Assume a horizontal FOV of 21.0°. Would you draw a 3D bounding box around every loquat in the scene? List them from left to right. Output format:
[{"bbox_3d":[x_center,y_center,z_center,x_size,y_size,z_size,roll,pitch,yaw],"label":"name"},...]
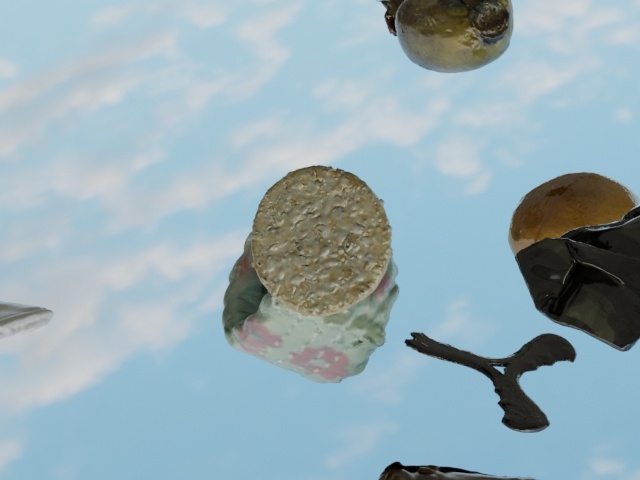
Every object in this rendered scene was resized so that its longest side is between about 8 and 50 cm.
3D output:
[{"bbox_3d":[0.377,-0.012,2.526,0.234,0.176,0.187,2,177,39],"label":"loquat"}]

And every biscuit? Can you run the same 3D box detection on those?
[{"bbox_3d":[0.000,0.000,1.687,0.152,0.152,0.020,-6,-179,21],"label":"biscuit"}]

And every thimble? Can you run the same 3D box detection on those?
[{"bbox_3d":[-0.009,0.060,1.926,0.185,0.149,0.211,-64,-161,5],"label":"thimble"}]

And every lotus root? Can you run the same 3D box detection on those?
[{"bbox_3d":[0.190,-0.333,2.662,0.154,0.154,0.278,-32,-156,-27],"label":"lotus root"}]

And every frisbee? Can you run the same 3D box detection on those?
[{"bbox_3d":[0.181,0.136,1.885,0.187,0.012,0.211,16,-151,7],"label":"frisbee"}]

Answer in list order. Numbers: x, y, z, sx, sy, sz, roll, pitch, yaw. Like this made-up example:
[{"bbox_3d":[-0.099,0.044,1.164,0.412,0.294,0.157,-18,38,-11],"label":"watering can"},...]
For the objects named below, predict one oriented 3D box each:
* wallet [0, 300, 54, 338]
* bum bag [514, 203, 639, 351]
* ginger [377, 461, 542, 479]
[{"bbox_3d":[-0.389,0.094,1.938,0.124,0.032,0.183,-16,-166,-41],"label":"wallet"},{"bbox_3d":[0.345,0.005,1.649,0.340,0.095,0.144,-25,-123,-26],"label":"bum bag"},{"bbox_3d":[0.214,0.373,1.911,0.418,0.254,0.176,10,-160,-27],"label":"ginger"}]
